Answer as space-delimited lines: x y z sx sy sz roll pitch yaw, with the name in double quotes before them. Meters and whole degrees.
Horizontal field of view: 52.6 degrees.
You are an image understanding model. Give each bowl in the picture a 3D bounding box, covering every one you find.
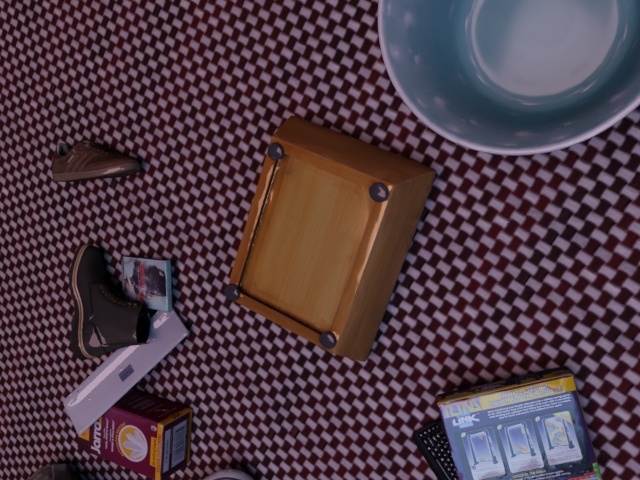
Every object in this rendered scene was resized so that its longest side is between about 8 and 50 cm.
"bowl" 0.236 -0.249 0.718 0.312 0.163 0.311 4 98 26

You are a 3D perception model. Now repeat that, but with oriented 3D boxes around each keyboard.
"keyboard" 0.207 0.329 0.876 0.100 0.038 0.192 -39 80 25
"keyboard" -0.330 0.216 1.090 0.256 0.014 0.072 -43 66 4

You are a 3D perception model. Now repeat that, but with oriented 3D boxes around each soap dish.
"soap dish" 0.000 0.000 0.893 0.229 0.118 0.290 25 108 22

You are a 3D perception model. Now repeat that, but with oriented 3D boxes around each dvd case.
"dvd case" -0.296 0.072 1.098 0.119 0.013 0.087 5 98 38

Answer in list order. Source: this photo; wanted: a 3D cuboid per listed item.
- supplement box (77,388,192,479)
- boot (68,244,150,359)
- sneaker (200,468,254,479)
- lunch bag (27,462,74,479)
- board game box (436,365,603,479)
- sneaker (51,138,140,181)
"supplement box" -0.321 0.325 1.116 0.188 0.081 0.104 10 101 26
"boot" -0.349 0.095 1.103 0.137 0.077 0.197 -12 77 20
"sneaker" -0.232 0.500 1.050 0.126 0.127 0.321 36 116 -21
"lunch bag" -0.497 0.569 1.148 0.235 0.169 0.287 19 96 60
"board game box" 0.247 0.248 0.817 0.170 0.048 0.141 -15 88 11
"sneaker" -0.389 -0.139 1.100 0.188 0.066 0.071 -3 94 26
